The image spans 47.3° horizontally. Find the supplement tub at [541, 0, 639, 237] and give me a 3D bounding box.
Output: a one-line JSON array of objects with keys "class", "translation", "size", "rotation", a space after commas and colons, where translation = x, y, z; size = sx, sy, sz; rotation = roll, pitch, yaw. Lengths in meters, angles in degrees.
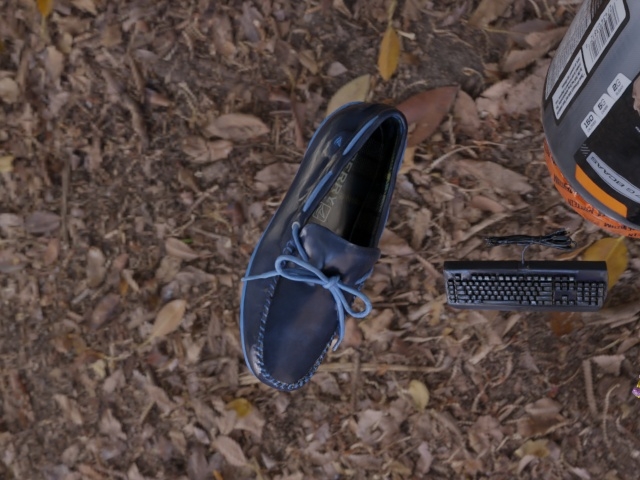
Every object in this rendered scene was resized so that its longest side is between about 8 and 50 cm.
[{"class": "supplement tub", "translation": [0.272, -0.125, 0.480], "size": [0.207, 0.338, 0.207], "rotation": [-1, 74, 2]}]

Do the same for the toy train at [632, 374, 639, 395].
[{"class": "toy train", "translation": [0.769, 0.311, 1.693], "size": [0.046, 0.166, 0.125], "rotation": [25, 84, 28]}]

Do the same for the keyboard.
[{"class": "keyboard", "translation": [0.404, 0.065, 1.457], "size": [0.317, 0.033, 0.201], "rotation": [-1, 123, 18]}]

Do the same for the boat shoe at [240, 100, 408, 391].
[{"class": "boat shoe", "translation": [0.000, 0.000, 0.607], "size": [0.089, 0.109, 0.258], "rotation": [7, 82, 63]}]
